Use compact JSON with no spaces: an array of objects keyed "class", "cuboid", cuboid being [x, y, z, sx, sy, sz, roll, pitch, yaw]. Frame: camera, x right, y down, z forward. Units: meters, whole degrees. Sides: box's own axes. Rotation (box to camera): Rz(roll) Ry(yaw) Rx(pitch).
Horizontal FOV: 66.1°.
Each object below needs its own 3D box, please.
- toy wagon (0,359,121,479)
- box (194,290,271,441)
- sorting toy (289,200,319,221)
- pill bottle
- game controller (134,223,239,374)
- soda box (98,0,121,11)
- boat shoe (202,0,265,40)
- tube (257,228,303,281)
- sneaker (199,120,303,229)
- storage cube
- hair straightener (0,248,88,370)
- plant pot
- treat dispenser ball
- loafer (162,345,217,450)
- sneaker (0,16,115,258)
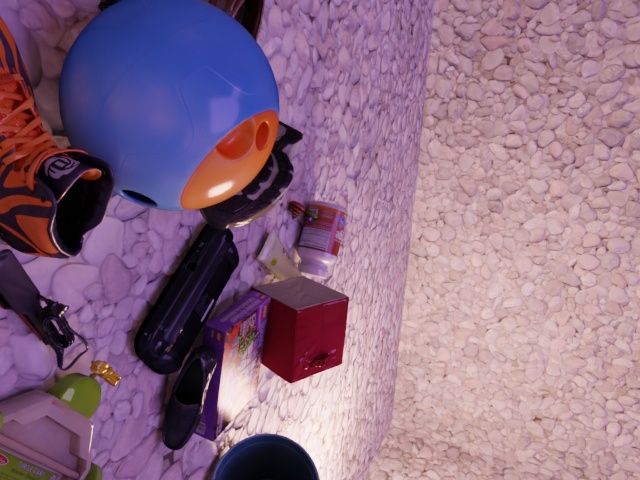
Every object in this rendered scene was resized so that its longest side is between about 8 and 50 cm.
[{"class":"toy wagon","cuboid":[-0.418,0.324,0.698,0.267,0.068,0.344,74,34,-48]},{"class":"box","cuboid":[-0.203,0.286,1.148,0.201,0.057,0.292,-36,140,-62]},{"class":"sorting toy","cuboid":[-0.055,-0.073,1.380,0.102,0.061,0.042,33,83,-37]},{"class":"pill bottle","cuboid":[0.000,0.000,1.461,0.121,0.121,0.215,29,73,-66]},{"class":"game controller","cuboid":[-0.260,0.113,1.001,0.166,0.067,0.319,93,20,-57]},{"class":"soda box","cuboid":[-0.261,-0.330,0.775,0.169,0.054,0.060,46,58,-64]},{"class":"boat shoe","cuboid":[-0.176,-0.326,0.895,0.123,0.117,0.323,1,99,-67]},{"class":"tube","cuboid":[-0.104,0.072,1.338,0.240,0.062,0.070,60,5,-51]},{"class":"sneaker","cuboid":[-0.135,-0.108,1.001,0.410,0.158,0.181,-69,179,-57]},{"class":"storage cube","cuboid":[-0.058,0.220,1.271,0.184,0.215,0.192,-8,109,-42]},{"class":"hair straightener","cuboid":[-0.377,0.103,0.659,0.047,0.089,0.230,-58,150,-45]},{"class":"plant pot","cuboid":[-0.145,0.688,1.293,0.255,0.272,0.271,97,18,-49]},{"class":"treat dispenser ball","cuboid":[-0.200,-0.184,0.683,0.288,0.289,0.287,11,90,-68]},{"class":"loafer","cuboid":[-0.273,0.322,0.996,0.078,0.076,0.223,-9,119,-85]},{"class":"sneaker","cuboid":[-0.325,-0.123,0.549,0.124,0.180,0.320,-45,140,-47]}]
